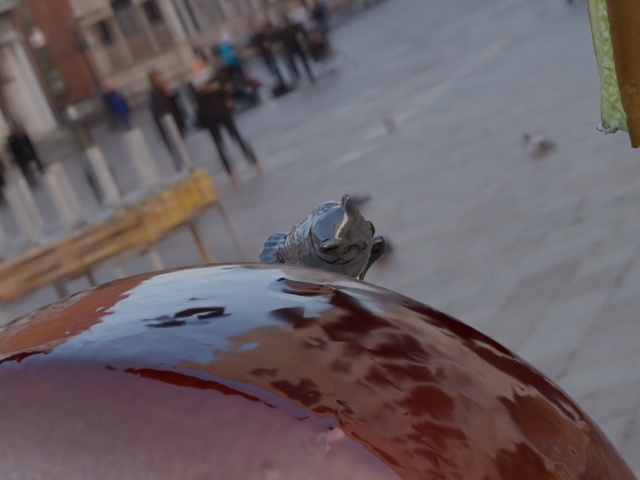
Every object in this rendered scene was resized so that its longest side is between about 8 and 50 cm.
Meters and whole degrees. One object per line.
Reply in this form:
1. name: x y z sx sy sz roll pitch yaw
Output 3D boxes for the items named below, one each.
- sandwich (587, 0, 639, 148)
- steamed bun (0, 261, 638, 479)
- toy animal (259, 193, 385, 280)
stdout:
1. sandwich: 0.280 -0.207 1.535 0.128 0.236 0.122 -9 19 6
2. steamed bun: -0.036 0.139 0.757 0.379 0.248 0.235 14 16 22
3. toy animal: -0.002 -0.002 1.739 0.210 0.117 0.121 80 -148 -68
